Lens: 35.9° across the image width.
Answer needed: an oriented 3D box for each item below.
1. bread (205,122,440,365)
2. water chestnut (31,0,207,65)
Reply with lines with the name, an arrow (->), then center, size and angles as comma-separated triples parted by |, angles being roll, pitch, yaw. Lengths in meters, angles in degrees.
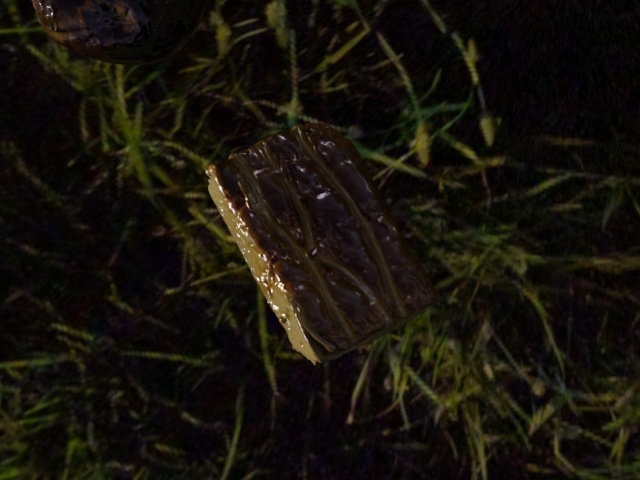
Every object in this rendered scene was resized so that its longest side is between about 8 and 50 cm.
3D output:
bread -> 0.000, 0.000, 1.208 | 0.184, 0.114, 0.275 | -25, 76, -21
water chestnut -> -0.213, -0.305, 1.099 | 0.223, 0.238, 0.224 | 4, 99, 28
